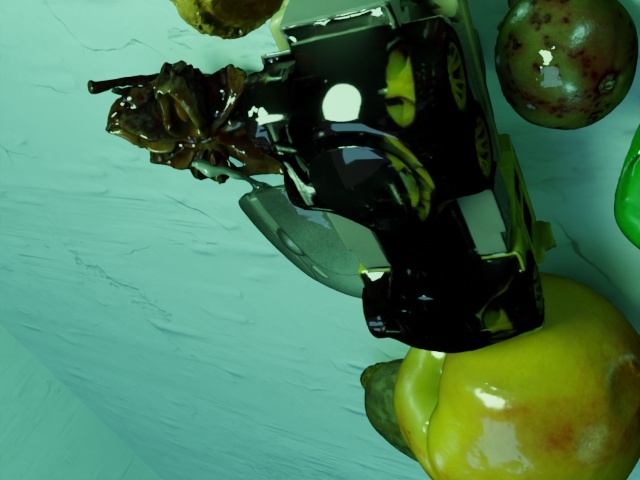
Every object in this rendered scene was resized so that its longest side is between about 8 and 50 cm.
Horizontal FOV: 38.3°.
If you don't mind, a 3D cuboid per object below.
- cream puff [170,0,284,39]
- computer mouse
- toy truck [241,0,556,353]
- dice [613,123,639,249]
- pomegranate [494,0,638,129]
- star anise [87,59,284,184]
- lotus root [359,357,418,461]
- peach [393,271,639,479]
[{"bbox_3d":[-0.085,-0.296,0.810,0.169,0.183,0.183,52,154,12],"label":"cream puff"},{"bbox_3d":[0.000,0.000,1.141,0.379,0.090,0.167,25,157,-26],"label":"computer mouse"},{"bbox_3d":[0.091,-0.083,0.853,0.181,0.254,0.405,-6,138,24],"label":"toy truck"},{"bbox_3d":[0.333,-0.055,0.789,0.131,0.120,0.128,20,151,25],"label":"dice"},{"bbox_3d":[0.198,-0.153,0.769,0.130,0.130,0.130,24,151,14],"label":"pomegranate"},{"bbox_3d":[-0.136,-0.149,1.099,0.190,0.126,0.220,3,155,23],"label":"star anise"},{"bbox_3d":[0.174,0.268,1.424,0.309,0.173,0.173,12,146,44],"label":"lotus root"},{"bbox_3d":[0.252,0.175,1.059,0.308,0.289,0.289,14,157,-20],"label":"peach"}]
